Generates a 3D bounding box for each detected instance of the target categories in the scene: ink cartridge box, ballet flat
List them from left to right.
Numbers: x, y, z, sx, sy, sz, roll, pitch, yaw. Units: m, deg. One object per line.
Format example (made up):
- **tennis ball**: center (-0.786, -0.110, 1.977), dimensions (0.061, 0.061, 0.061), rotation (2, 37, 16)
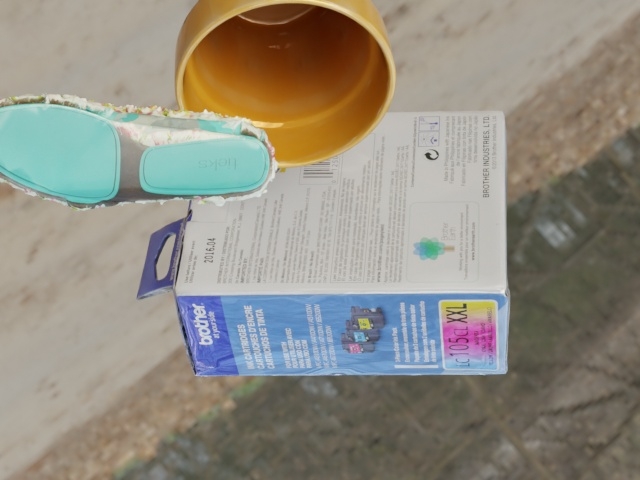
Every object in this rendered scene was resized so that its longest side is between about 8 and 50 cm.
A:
- **ballet flat**: center (-0.154, -0.067, 1.164), dimensions (0.077, 0.241, 0.091), rotation (-145, -117, -71)
- **ink cartridge box**: center (0.000, 0.000, 1.577), dimensions (0.151, 0.395, 0.270), rotation (85, 8, -47)

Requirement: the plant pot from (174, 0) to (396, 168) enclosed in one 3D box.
- **plant pot**: center (-0.039, -0.207, 1.436), dimensions (0.205, 0.188, 0.205), rotation (-3, 136, -3)
